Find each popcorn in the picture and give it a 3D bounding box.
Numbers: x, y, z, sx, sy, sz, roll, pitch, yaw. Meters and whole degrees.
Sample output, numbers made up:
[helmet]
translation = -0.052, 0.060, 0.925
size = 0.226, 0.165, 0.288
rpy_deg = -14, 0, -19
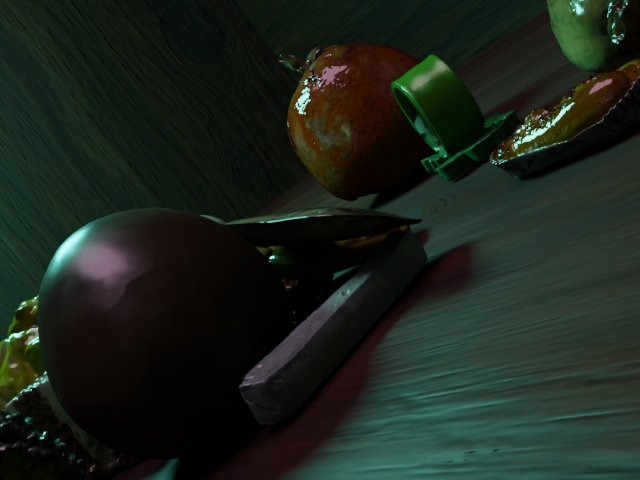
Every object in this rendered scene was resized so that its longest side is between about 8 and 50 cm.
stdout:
[popcorn]
translation = -0.339, 0.183, 1.149
size = 0.251, 0.206, 0.237
rpy_deg = -55, 9, 46

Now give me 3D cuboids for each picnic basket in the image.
[picnic basket]
translation = -0.040, 0.066, 0.979
size = 0.110, 0.055, 0.193
rpy_deg = -30, 10, 13

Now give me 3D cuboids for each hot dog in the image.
[hot dog]
translation = 0.240, -0.115, 0.799
size = 0.108, 0.059, 0.191
rpy_deg = -37, 3, -35

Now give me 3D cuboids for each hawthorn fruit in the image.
[hawthorn fruit]
translation = 0.056, -0.215, 1.386
size = 0.276, 0.307, 0.276
rpy_deg = -51, 4, 5

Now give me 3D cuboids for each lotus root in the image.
[lotus root]
translation = 0.327, -0.268, 0.938
size = 0.140, 0.154, 0.257
rpy_deg = -2, 22, 13

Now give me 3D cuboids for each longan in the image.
[longan]
translation = -0.135, 0.079, 0.769
size = 0.246, 0.246, 0.215
rpy_deg = -43, -3, -42

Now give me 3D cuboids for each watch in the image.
[watch]
translation = 0.174, -0.175, 1.127
size = 0.131, 0.152, 0.165
rpy_deg = -34, 6, 3

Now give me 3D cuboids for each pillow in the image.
[pillow]
translation = -0.012, -0.013, 0.825
size = 0.130, 0.033, 0.217
rpy_deg = 2, -6, -42

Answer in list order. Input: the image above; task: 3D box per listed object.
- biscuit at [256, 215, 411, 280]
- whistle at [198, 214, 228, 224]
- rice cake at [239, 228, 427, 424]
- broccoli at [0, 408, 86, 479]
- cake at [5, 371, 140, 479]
[biscuit]
translation = 0.000, -0.002, 0.972
size = 0.182, 0.034, 0.215
rpy_deg = -16, 14, -22
[whistle]
translation = -0.206, 0.074, 1.502
size = 0.189, 0.189, 0.348
rpy_deg = -39, -14, -15
[rice cake]
translation = 0.017, 0.068, 0.726
size = 0.042, 0.045, 0.245
rpy_deg = -15, 20, 45
[broccoli]
translation = -0.354, 0.256, 0.732
size = 0.263, 0.247, 0.243
rpy_deg = 2, 58, 14
[cake]
translation = -0.251, 0.183, 0.934
size = 0.147, 0.135, 0.134
rpy_deg = -29, 9, 24
